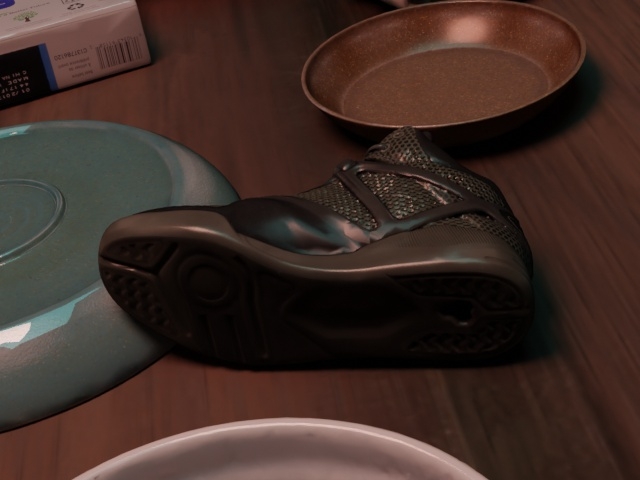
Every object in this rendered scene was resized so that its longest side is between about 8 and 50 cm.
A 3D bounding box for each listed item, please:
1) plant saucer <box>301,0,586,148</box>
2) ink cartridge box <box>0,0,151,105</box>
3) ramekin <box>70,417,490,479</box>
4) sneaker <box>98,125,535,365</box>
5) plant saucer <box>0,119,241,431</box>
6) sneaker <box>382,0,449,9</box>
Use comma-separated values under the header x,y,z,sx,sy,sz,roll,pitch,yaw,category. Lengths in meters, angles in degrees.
x,y,z,sx,sy,sz,roll,pitch,yaw,category
0.086,-0.114,0.835,0.198,0.036,0.199,-8,32,5,plant saucer
-0.273,-0.221,1.078,0.165,0.065,0.333,-19,35,-12,ink cartridge box
-0.019,0.164,0.378,0.207,0.109,0.207,-7,33,5,ramekin
0.000,0.000,0.646,0.227,0.087,0.130,-1,32,10,sneaker
-0.205,0.003,0.738,0.317,0.044,0.318,-8,33,5,plant saucer
0.159,-0.257,0.995,0.297,0.111,0.129,-25,49,-12,sneaker
